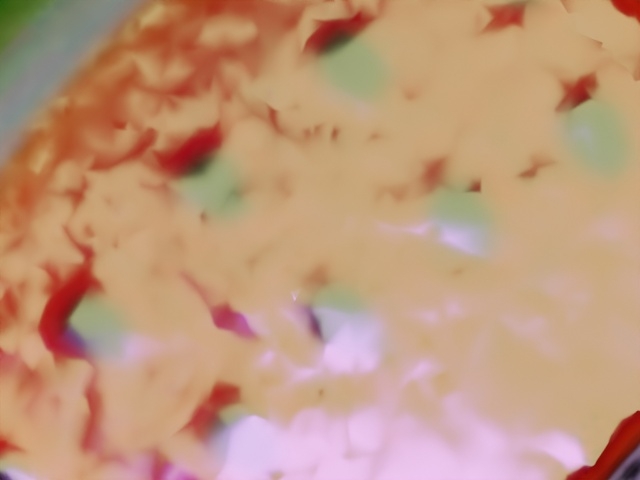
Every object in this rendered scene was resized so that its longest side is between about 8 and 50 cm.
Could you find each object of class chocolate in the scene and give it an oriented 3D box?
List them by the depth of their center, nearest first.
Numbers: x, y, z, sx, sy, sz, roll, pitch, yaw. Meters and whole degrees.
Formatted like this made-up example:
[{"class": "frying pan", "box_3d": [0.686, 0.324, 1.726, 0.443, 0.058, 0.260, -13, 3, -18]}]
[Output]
[{"class": "chocolate", "box_3d": [0.000, 0.000, 0.722, 0.341, 0.161, 0.360, 45, 95, 16]}]
